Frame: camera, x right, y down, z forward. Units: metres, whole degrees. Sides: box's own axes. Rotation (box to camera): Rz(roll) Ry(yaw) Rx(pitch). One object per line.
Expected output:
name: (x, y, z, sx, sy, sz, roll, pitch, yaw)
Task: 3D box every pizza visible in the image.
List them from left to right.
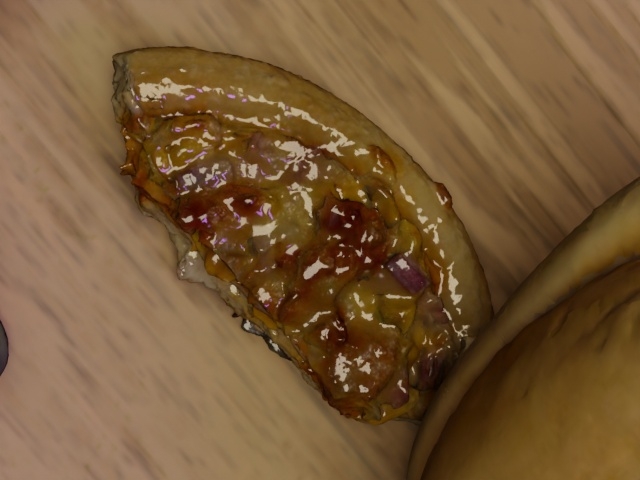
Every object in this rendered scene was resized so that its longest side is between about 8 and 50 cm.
pizza: (-0.001, 0.001, 0.797, 0.127, 0.058, 0.246, -34, 97, -4)

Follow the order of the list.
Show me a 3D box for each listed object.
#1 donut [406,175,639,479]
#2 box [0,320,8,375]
donut: (0.209, 0.168, 0.670, 0.198, 0.449, 0.449, -23, 98, -44)
box: (-0.358, 0.021, 0.739, 0.350, 0.091, 0.359, -37, 95, -4)
